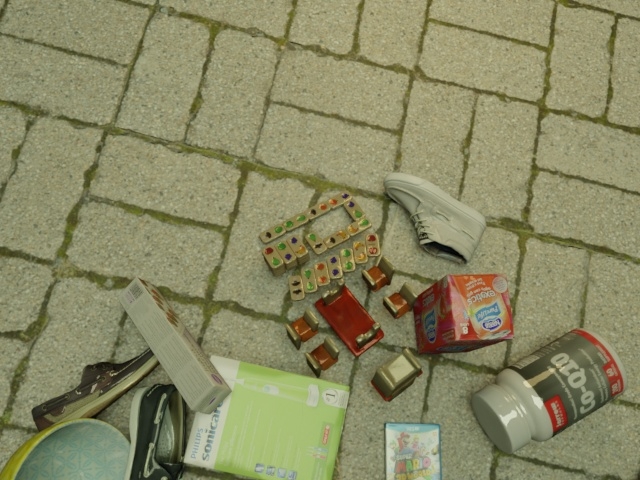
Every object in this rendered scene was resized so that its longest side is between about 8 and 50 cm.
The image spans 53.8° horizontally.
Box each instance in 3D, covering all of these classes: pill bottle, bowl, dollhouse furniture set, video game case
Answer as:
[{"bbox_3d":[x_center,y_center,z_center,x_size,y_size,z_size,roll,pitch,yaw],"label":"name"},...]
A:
[{"bbox_3d":[0.469,0.313,1.307,0.283,0.161,0.161,-26,79,-12],"label":"pill bottle"},{"bbox_3d":[-0.484,0.475,1.143,0.156,0.289,0.290,-12,72,30],"label":"bowl"},{"bbox_3d":[0.094,0.208,1.335,0.262,0.135,0.259,-34,69,-14],"label":"dollhouse furniture set"},{"bbox_3d":[0.193,0.467,1.311,0.119,0.015,0.166,2,74,-5],"label":"video game case"}]

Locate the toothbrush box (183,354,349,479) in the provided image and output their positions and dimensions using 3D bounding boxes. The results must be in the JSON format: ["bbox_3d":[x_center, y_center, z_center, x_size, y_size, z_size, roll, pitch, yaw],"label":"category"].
[{"bbox_3d":[-0.104,0.363,1.253,0.283,0.122,0.206,13,73,-3],"label":"toothbrush box"}]

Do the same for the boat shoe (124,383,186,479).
[{"bbox_3d":[-0.308,0.428,1.208,0.091,0.114,0.303,-12,76,23],"label":"boat shoe"}]

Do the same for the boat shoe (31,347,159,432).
[{"bbox_3d":[-0.440,0.286,1.251,0.285,0.103,0.092,-37,86,-8],"label":"boat shoe"}]

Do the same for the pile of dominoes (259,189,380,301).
[{"bbox_3d":[0.000,0.000,1.374,0.251,0.040,0.196,-28,59,-12],"label":"pile of dominoes"}]

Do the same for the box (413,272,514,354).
[{"bbox_3d":[0.280,0.155,1.281,0.122,0.257,0.128,-2,75,-8],"label":"box"}]

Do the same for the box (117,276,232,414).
[{"bbox_3d":[-0.292,0.199,1.236,0.067,0.063,0.324,-48,56,1],"label":"box"}]

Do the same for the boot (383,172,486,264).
[{"bbox_3d":[0.242,-0.047,1.416,0.258,0.095,0.123,27,67,1],"label":"boot"}]
